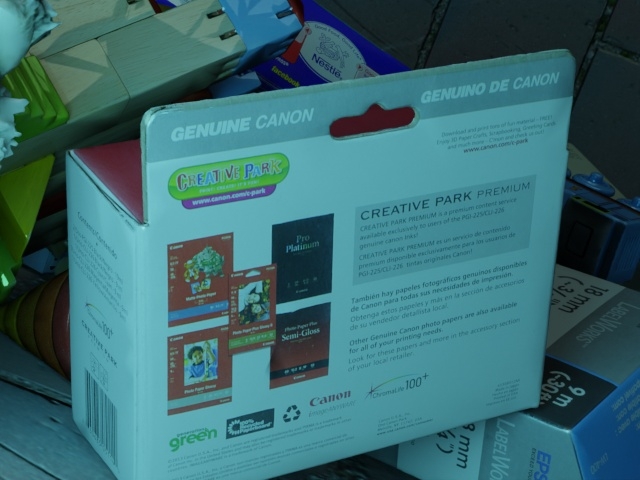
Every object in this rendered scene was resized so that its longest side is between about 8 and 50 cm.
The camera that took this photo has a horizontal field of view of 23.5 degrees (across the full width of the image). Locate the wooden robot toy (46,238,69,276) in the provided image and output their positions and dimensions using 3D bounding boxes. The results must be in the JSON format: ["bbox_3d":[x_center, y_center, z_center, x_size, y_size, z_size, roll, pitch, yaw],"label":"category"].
[{"bbox_3d":[-0.173,0.045,1.325,0.173,0.076,0.079,27,-23,15],"label":"wooden robot toy"}]

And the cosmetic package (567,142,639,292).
[{"bbox_3d":[0.263,0.016,1.678,0.113,0.160,0.309,6,23,-16],"label":"cosmetic package"}]

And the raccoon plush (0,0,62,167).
[{"bbox_3d":[-0.316,-0.074,0.963,0.216,0.299,0.446,14,13,-30],"label":"raccoon plush"}]

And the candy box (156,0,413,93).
[{"bbox_3d":[-0.102,-0.120,1.458,0.268,0.122,0.317,33,-35,-18],"label":"candy box"}]

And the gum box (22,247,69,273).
[{"bbox_3d":[-0.261,-0.019,1.464,0.157,0.041,0.184,26,11,23],"label":"gum box"}]

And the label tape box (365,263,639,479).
[{"bbox_3d":[0.195,0.122,1.216,0.333,0.106,0.240,20,30,29],"label":"label tape box"}]

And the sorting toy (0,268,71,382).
[{"bbox_3d":[-0.132,0.010,1.245,0.126,0.127,0.365,1,25,31],"label":"sorting toy"}]

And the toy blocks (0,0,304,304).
[{"bbox_3d":[-0.169,-0.098,1.166,0.261,0.381,0.191,-26,81,-28],"label":"toy blocks"}]

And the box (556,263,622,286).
[{"bbox_3d":[0.195,0.083,1.482,0.091,0.170,0.130,18,12,-20],"label":"box"}]

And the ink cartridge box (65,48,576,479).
[{"bbox_3d":[0.000,0.000,1.013,0.309,0.272,0.130,-10,29,-27],"label":"ink cartridge box"}]

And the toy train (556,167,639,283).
[{"bbox_3d":[0.225,-0.024,1.413,0.184,0.080,0.105,31,21,33],"label":"toy train"}]
